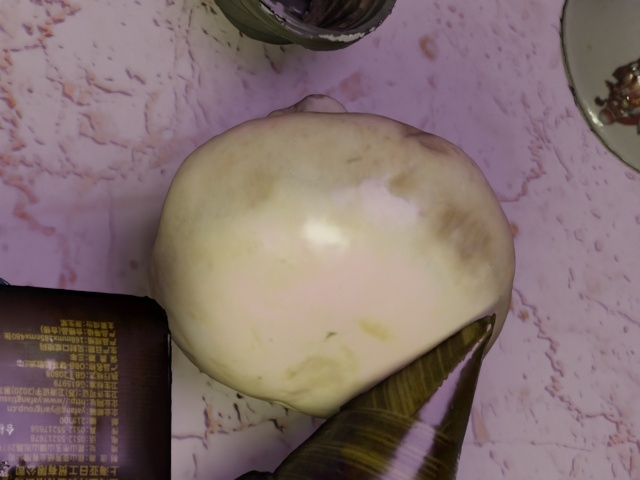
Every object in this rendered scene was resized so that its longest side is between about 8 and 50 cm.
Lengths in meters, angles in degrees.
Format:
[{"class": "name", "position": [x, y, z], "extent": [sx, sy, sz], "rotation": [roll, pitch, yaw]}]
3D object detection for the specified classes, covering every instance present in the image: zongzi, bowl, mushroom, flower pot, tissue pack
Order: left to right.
[{"class": "tissue pack", "position": [-0.316, 0.137, 1.077], "extent": [0.370, 0.198, 0.209], "rotation": [8, 76, -29]}, {"class": "flower pot", "position": [-0.033, -0.304, 1.541], "extent": [0.236, 0.140, 0.235], "rotation": [9, 72, -27]}, {"class": "mushroom", "position": [0.006, 0.027, 1.391], "extent": [0.353, 0.353, 0.325], "rotation": [-13, 102, -34]}, {"class": "zongzi", "position": [0.087, 0.333, 1.294], "extent": [0.432, 0.208, 0.403], "rotation": [-37, 101, -1]}, {"class": "bowl", "position": [0.494, -0.253, 1.834], "extent": [0.337, 0.157, 0.337], "rotation": [10, 69, -29]}]

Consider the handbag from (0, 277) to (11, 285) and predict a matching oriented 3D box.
[{"class": "handbag", "position": [-0.380, 0.167, 1.209], "extent": [0.274, 0.100, 0.268], "rotation": [-9, 83, -32]}]
